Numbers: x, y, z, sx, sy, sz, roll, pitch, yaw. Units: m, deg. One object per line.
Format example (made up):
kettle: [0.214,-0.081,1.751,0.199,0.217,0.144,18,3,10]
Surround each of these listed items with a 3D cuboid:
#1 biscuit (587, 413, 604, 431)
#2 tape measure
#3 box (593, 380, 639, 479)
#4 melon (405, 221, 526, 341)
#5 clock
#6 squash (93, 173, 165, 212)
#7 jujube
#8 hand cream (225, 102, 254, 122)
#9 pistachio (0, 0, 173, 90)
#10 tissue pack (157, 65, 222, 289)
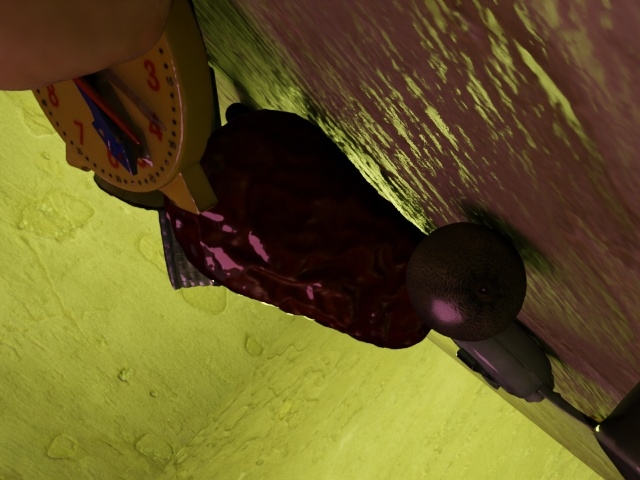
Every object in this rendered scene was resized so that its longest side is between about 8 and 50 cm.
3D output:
biscuit: [0.433,0.290,1.210,0.118,0.023,0.140,43,177,-32]
tape measure: [0.266,0.172,1.025,0.164,0.084,0.330,38,-179,-32]
box: [0.383,0.264,0.563,0.396,0.111,0.396,41,178,38]
melon: [0.118,0.033,0.696,0.098,0.098,0.131,42,-179,-10]
clock: [-0.213,-0.167,0.779,0.277,0.071,0.293,13,125,42]
squash: [-0.178,-0.150,0.922,0.094,0.224,0.094,18,-160,-7]
jujube: [0.000,0.000,0.933,0.342,0.216,0.216,36,180,-26]
hand cream: [-0.107,-0.174,1.243,0.062,0.039,0.163,39,-177,4]
pistachio: [-0.221,-0.213,0.498,0.309,0.230,0.230,45,177,-6]
tissue pack: [-0.166,-0.085,1.091,0.185,0.081,0.257,-88,-7,-72]
